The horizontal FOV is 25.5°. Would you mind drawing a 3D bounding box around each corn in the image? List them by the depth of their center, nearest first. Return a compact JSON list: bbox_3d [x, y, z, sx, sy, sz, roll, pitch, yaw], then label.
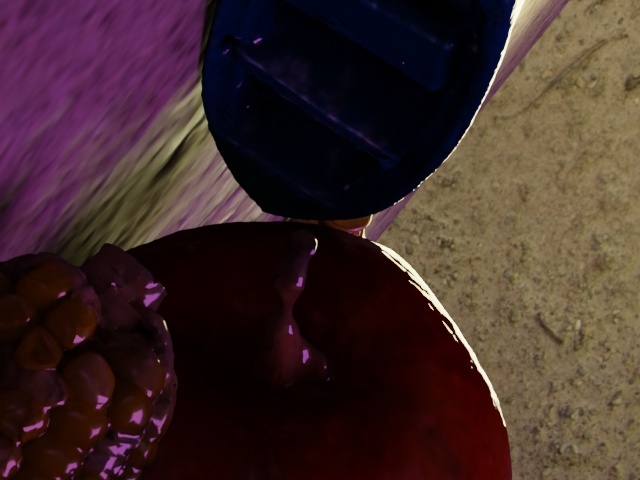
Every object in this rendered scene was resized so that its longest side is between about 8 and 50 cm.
[{"bbox_3d":[-0.161,0.128,0.442,0.320,0.097,0.097,-48,176,-4],"label":"corn"}]

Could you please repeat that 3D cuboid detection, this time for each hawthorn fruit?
[{"bbox_3d":[-0.026,0.087,0.589,0.242,0.242,0.271,-47,167,-41],"label":"hawthorn fruit"}]

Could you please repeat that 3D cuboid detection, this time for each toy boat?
[{"bbox_3d":[0.011,-0.069,0.526,0.062,0.096,0.299,-59,-178,-18],"label":"toy boat"}]

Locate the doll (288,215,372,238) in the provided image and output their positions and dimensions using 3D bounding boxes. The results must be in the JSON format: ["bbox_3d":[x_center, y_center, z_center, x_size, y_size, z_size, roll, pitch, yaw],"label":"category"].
[{"bbox_3d":[0.000,0.000,1.193,0.127,0.073,0.084,122,-23,-49],"label":"doll"}]
